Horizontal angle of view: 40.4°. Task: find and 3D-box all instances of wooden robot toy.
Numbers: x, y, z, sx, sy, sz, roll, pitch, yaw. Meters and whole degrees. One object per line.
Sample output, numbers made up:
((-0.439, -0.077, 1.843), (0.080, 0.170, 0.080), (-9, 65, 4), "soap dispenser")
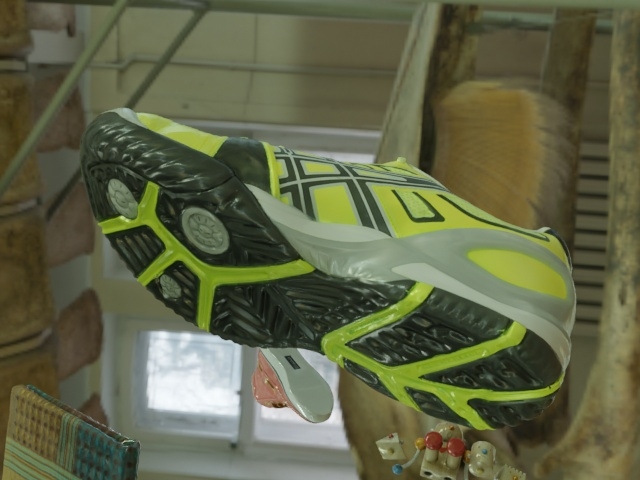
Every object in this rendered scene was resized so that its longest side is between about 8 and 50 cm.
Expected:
((0.155, 0.237, 1.009), (0.079, 0.173, 0.076), (-65, -15, -48), "wooden robot toy")

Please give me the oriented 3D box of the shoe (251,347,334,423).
((-0.042, 0.214, 1.227), (0.178, 0.063, 0.081), (48, 129, 46), "shoe")

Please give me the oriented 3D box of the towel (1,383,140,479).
((-0.283, 0.365, 0.939), (0.040, 0.271, 0.370), (4, -86, -44), "towel")

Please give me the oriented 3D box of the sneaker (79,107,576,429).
((0.000, 0.000, 0.643), (0.147, 0.384, 0.145), (-55, -14, -43), "sneaker")
